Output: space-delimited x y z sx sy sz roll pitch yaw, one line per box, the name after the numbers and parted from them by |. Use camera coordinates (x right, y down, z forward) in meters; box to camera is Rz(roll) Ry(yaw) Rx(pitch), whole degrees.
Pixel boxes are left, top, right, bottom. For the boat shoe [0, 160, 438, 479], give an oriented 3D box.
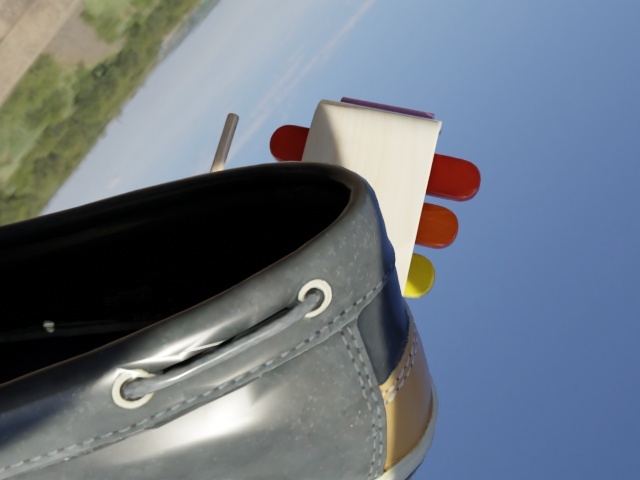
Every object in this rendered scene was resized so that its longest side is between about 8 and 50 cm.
-0.197 0.057 0.380 0.187 0.500 0.156 -109 -166 -58 | boat shoe

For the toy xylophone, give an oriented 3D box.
0.000 0.000 0.861 0.081 0.236 0.322 74 37 -74 | toy xylophone
